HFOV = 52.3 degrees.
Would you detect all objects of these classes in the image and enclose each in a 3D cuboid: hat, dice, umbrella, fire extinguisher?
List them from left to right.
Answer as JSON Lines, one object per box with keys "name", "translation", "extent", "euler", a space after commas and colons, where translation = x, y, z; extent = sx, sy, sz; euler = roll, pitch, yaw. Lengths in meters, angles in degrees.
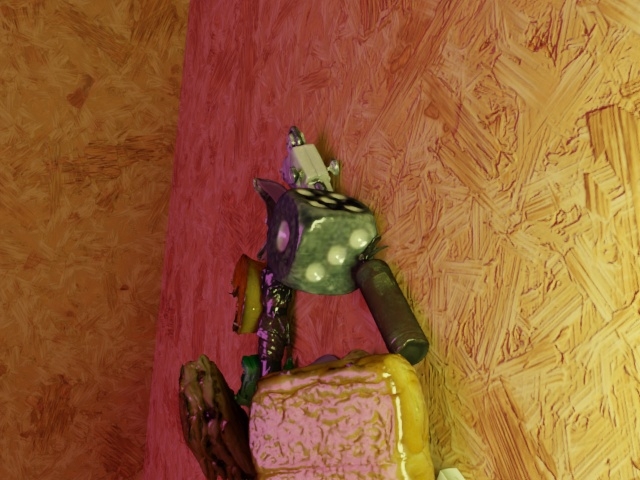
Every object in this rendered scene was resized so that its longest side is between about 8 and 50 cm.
{"name": "umbrella", "translation": [-0.118, 0.203, 1.682], "extent": [0.094, 0.090, 0.326], "euler": [171, 104, -67]}
{"name": "hat", "translation": [-0.080, -0.049, 1.625], "extent": [0.244, 0.149, 0.215], "euler": [11, 106, 47]}
{"name": "dice", "translation": [0.000, 0.000, 1.348], "extent": [0.181, 0.183, 0.183], "euler": [-132, 51, -59]}
{"name": "fire extinguisher", "translation": [0.126, 0.102, 1.201], "extent": [0.089, 0.072, 0.268], "euler": [-40, 42, 16]}

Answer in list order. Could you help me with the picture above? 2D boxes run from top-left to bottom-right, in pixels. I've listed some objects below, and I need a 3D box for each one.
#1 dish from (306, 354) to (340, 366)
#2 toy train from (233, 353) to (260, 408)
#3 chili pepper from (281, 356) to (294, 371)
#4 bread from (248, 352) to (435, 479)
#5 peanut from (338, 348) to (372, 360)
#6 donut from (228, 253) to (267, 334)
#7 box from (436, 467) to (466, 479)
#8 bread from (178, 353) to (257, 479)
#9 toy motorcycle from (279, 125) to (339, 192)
{"name": "dish", "translation": [-0.023, 0.407, 1.433], "extent": [0.316, 0.106, 0.317], "euler": [-177, 90, -65]}
{"name": "toy train", "translation": [-0.174, 0.383, 1.770], "extent": [0.071, 0.104, 0.178], "euler": [58, 139, 46]}
{"name": "chili pepper", "translation": [-0.099, 0.400, 1.663], "extent": [0.088, 0.059, 0.227], "euler": [-133, 54, -72]}
{"name": "bread", "translation": [0.040, 0.366, 1.092], "extent": [0.336, 0.148, 0.328], "euler": [-20, 70, 35]}
{"name": "peanut", "translation": [0.058, 0.338, 1.257], "extent": [0.122, 0.137, 0.253], "euler": [37, -132, -68]}
{"name": "donut", "translation": [-0.188, 0.127, 1.793], "extent": [0.259, 0.101, 0.152], "euler": [-99, 25, -55]}
{"name": "box", "translation": [0.200, 0.447, 1.022], "extent": [0.084, 0.040, 0.155], "euler": [-129, 48, -59]}
{"name": "bread", "translation": [-0.292, 0.514, 1.791], "extent": [0.277, 0.167, 0.325], "euler": [56, 170, 55]}
{"name": "toy motorcycle", "translation": [-0.030, -0.141, 1.542], "extent": [0.171, 0.110, 0.260], "euler": [96, 155, -53]}
